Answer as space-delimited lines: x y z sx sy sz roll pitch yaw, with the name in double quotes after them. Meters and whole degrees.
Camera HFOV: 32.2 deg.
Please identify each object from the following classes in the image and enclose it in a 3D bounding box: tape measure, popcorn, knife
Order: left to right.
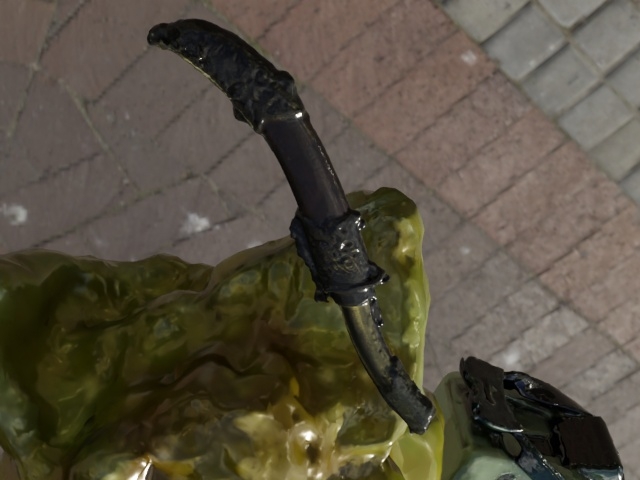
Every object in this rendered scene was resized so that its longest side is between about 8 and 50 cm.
-0.081 0.121 0.660 0.325 0.290 0.321 32 73 -13 "popcorn"
0.005 -0.002 0.464 0.045 0.021 0.222 -20 117 26 "knife"
0.151 0.208 0.852 0.207 0.115 0.235 16 125 -16 "tape measure"
